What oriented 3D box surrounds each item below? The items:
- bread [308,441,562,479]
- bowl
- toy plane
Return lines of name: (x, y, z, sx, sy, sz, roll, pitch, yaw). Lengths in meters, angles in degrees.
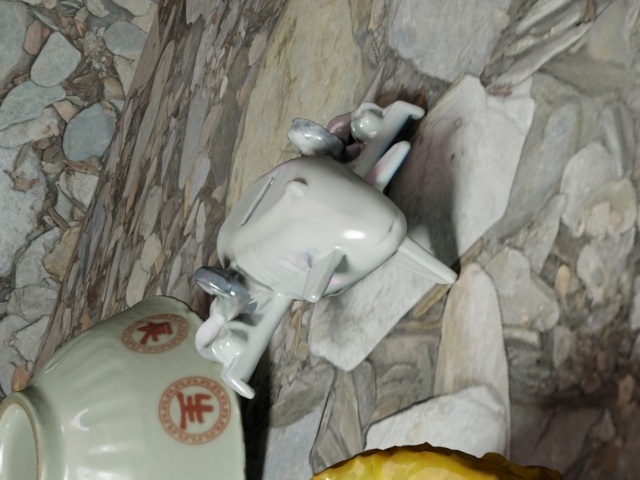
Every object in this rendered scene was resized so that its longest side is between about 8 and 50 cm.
bread: (0.046, 0.209, 0.371, 0.268, 0.145, 0.268, -21, 52, 29)
bowl: (-0.223, 0.217, 0.925, 0.337, 0.157, 0.337, -9, 79, 52)
toy plane: (-0.005, -0.003, 0.738, 0.267, 0.122, 0.267, -46, 19, 21)
